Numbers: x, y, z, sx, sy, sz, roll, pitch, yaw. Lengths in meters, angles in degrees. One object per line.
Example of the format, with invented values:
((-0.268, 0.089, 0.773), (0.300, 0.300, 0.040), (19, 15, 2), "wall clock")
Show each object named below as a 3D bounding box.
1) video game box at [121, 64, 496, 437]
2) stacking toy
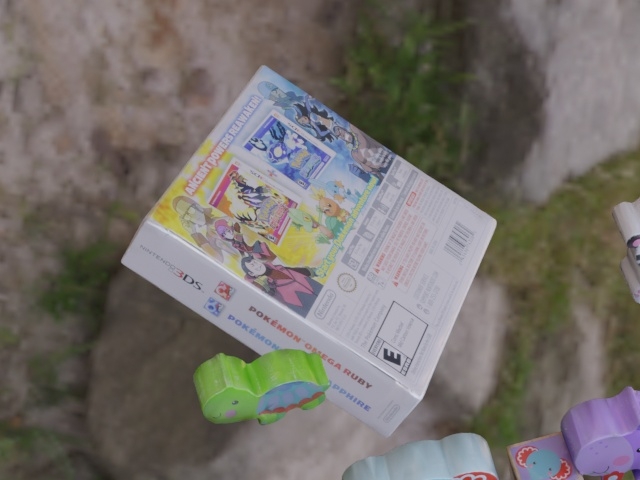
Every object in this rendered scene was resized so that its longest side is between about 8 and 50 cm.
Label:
((0.000, 0.000, 1.056), (0.048, 0.187, 0.205), (-52, -176, 35), "video game box")
((0.071, 0.078, 0.601), (0.052, 0.221, 0.167), (74, -2, -50), "stacking toy")
